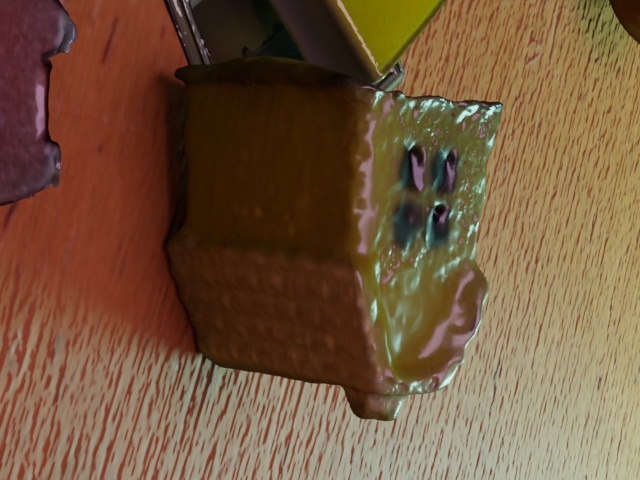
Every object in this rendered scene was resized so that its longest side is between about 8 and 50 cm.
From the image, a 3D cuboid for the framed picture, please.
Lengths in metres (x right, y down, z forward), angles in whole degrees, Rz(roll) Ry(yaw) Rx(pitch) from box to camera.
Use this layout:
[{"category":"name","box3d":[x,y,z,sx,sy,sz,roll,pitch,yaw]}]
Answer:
[{"category":"framed picture","box3d":[-0.017,-0.154,1.507,0.252,0.014,0.197,-47,125,-46]}]

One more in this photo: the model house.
[{"category":"model house","box3d":[0.000,0.000,1.359,0.175,0.193,0.234,11,86,-49]}]

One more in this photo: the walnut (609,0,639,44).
[{"category":"walnut","box3d":[0.376,-0.311,1.944,0.203,0.203,0.297,47,33,-44]}]

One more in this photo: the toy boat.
[{"category":"toy boat","box3d":[-0.232,-0.097,1.150,0.227,0.085,0.155,7,91,-67]}]

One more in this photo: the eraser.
[{"category":"eraser","box3d":[0.008,-0.239,1.472,0.226,0.069,0.158,59,43,-23]}]
